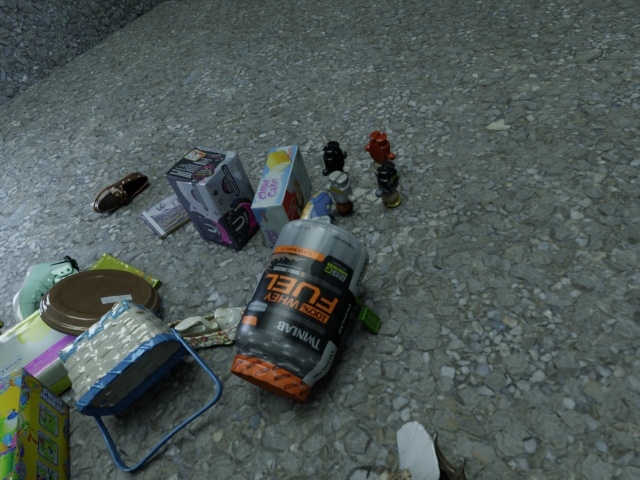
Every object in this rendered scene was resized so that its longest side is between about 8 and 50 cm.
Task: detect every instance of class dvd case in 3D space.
[{"bbox_3d":[-0.452,-0.105,1.606,0.221,0.018,0.164,-37,46,-18],"label":"dvd case"}]

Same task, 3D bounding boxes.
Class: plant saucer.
[{"bbox_3d":[-0.542,0.143,1.243,0.277,0.041,0.278,9,24,-4],"label":"plant saucer"}]

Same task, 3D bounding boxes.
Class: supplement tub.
[{"bbox_3d":[-0.044,0.142,1.041,0.207,0.207,0.338,10,65,28],"label":"supplement tub"}]

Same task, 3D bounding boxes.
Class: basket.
[{"bbox_3d":[-0.374,0.286,1.049,0.254,0.201,0.289,-38,68,-6],"label":"basket"}]

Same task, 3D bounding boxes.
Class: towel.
[{"bbox_3d":[-0.561,0.108,1.405,0.237,0.021,0.102,21,54,27],"label":"towel"}]

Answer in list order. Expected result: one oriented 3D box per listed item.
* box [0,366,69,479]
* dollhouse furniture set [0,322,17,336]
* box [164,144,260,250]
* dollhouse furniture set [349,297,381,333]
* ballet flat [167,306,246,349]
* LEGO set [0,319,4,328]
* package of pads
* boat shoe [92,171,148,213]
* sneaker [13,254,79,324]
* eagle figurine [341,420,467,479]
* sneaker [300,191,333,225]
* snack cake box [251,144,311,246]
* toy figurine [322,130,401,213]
[{"bbox_3d":[-0.680,0.460,0.987,0.289,0.177,0.279,-25,43,-6],"label":"box"},{"bbox_3d":[-0.930,0.228,1.368,0.181,0.101,0.161,-28,43,-10],"label":"dollhouse furniture set"},{"bbox_3d":[-0.283,-0.115,1.388,0.163,0.247,0.142,16,54,32],"label":"box"},{"bbox_3d":[0.059,0.174,1.137,0.151,0.058,0.076,-7,48,41],"label":"dollhouse furniture set"},{"bbox_3d":[-0.255,0.203,1.177,0.240,0.077,0.091,-18,41,0],"label":"ballet flat"},{"bbox_3d":[-0.916,0.135,1.201,0.331,0.255,0.192,11,68,34],"label":"LEGO set"},{"bbox_3d":[-0.662,0.260,1.243,0.296,0.101,0.229,-40,47,-22],"label":"package of pads"},{"bbox_3d":[-0.678,-0.164,1.706,0.073,0.073,0.207,15,52,34],"label":"boat shoe"},{"bbox_3d":[-0.752,0.143,1.402,0.151,0.094,0.256,-16,44,-2],"label":"sneaker"},{"bbox_3d":[0.107,0.438,0.731,0.298,0.226,0.225,-30,64,-19],"label":"eagle figurine"},{"bbox_3d":[0.000,0.000,1.296,0.130,0.112,0.297,13,53,10],"label":"sneaker"},{"bbox_3d":[-0.102,-0.127,1.408,0.089,0.152,0.264,-5,44,15],"label":"snack cake box"},{"bbox_3d":[0.115,-0.181,1.403,0.212,0.148,0.210,-13,49,3],"label":"toy figurine"}]
